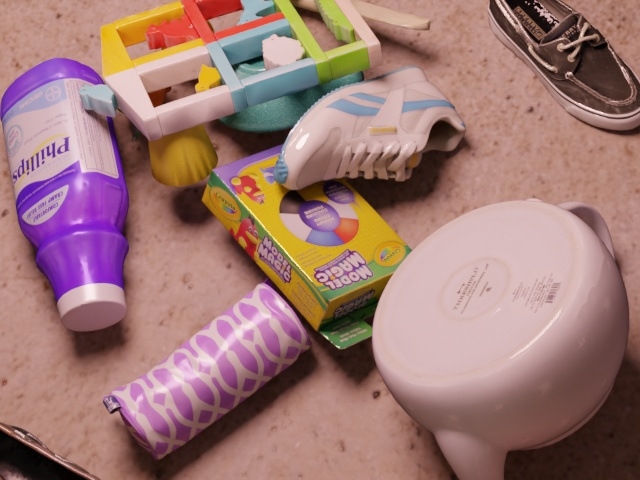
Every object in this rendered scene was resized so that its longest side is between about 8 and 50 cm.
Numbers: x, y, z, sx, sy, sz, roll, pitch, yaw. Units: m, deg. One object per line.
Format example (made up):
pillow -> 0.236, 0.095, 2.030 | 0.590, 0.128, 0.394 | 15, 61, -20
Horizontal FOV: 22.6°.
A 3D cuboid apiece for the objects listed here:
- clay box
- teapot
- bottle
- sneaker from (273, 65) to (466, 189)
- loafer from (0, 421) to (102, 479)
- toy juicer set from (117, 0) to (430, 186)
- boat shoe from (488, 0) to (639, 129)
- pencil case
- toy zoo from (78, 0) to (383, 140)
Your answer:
clay box -> 0.000, 0.000, 1.586 | 0.127, 0.053, 0.222 | -23, 58, -37
teapot -> 0.185, 0.097, 1.477 | 0.256, 0.187, 0.252 | -34, 36, 8
bottle -> -0.255, -0.046, 1.637 | 0.118, 0.092, 0.282 | -30, 59, 29
sneaker -> 0.050, -0.102, 1.605 | 0.229, 0.087, 0.092 | -28, 64, -35
loafer -> -0.233, 0.256, 1.497 | 0.267, 0.084, 0.096 | 31, 71, 20
toy juicer set -> -0.069, -0.181, 1.707 | 0.329, 0.089, 0.209 | -29, 43, -18
boat shoe -> 0.255, -0.199, 1.671 | 0.078, 0.070, 0.219 | -42, 66, -13
pencil case -> -0.108, 0.125, 1.552 | 0.206, 0.086, 0.088 | -34, 39, -11
toy zoo -> -0.105, -0.193, 1.636 | 0.293, 0.030, 0.192 | -19, 41, -8
